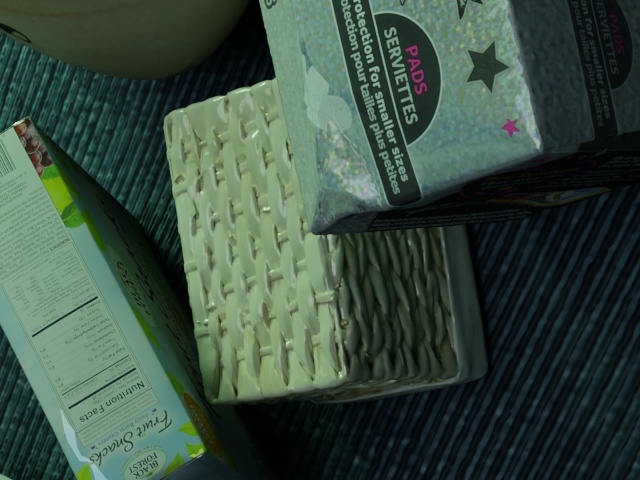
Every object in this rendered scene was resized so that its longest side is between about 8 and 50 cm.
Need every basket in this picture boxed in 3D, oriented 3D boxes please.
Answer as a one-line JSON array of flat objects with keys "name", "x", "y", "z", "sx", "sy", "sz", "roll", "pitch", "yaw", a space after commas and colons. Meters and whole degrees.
[{"name": "basket", "x": 0.000, "y": 0.000, "z": 0.984, "sx": 0.113, "sy": 0.103, "sz": 0.167, "roll": -14, "pitch": 84, "yaw": 42}]

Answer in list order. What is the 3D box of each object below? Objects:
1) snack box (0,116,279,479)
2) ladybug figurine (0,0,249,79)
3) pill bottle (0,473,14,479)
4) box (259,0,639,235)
[{"name": "snack box", "x": -0.107, "y": 0.059, "z": 1.033, "sx": 0.070, "sy": 0.174, "sz": 0.207, "roll": -33, "pitch": 67, "yaw": 2}, {"name": "ladybug figurine", "x": -0.165, "y": -0.296, "z": 1.048, "sx": 0.305, "sy": 0.162, "sz": 0.449, "roll": -41, "pitch": 62, "yaw": 49}, {"name": "pill bottle", "x": -0.293, "y": 0.341, "z": 1.182, "sx": 0.229, "sy": 0.229, "sz": 0.408, "roll": 48, "pitch": 122, "yaw": 29}, {"name": "box", "x": 0.068, "y": -0.140, "z": 0.875, "sx": 0.142, "sy": 0.163, "sz": 0.247, "roll": -20, "pitch": 80, "yaw": 42}]
